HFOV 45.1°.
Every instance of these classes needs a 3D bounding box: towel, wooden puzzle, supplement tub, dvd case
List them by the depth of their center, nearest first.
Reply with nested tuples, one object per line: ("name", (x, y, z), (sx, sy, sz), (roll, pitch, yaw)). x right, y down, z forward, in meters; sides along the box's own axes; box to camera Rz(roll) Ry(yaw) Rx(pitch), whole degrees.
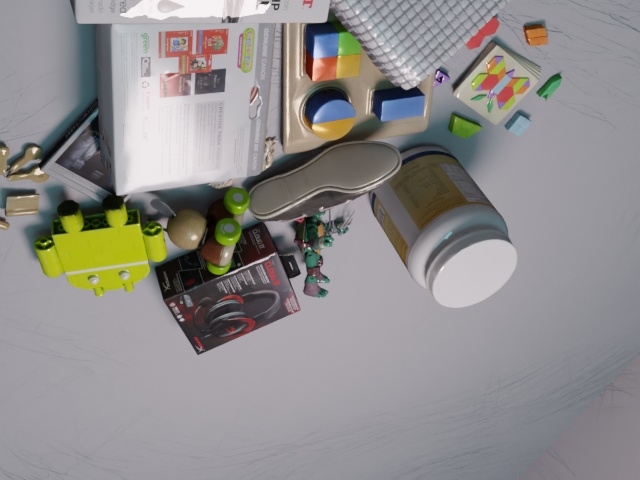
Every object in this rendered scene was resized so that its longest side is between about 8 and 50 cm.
("towel", (0.169, -0.438, 1.330), (0.284, 0.121, 0.235), (-44, 116, 1))
("dvd case", (-0.371, -0.177, 1.421), (0.239, 0.029, 0.179), (-43, 136, 14))
("wooden puzzle", (0.088, -0.314, 1.484), (0.322, 0.080, 0.347), (-11, 135, -17))
("supplement tub", (0.263, -0.031, 1.669), (0.229, 0.316, 0.228), (-14, 136, -14))

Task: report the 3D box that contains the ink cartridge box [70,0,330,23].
("ink cartridge box", (-0.170, -0.482, 1.131), (0.395, 0.166, 0.285), (-7, 134, -21))

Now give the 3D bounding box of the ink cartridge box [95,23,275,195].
("ink cartridge box", (-0.233, -0.252, 1.317), (0.272, 0.130, 0.309), (-9, 129, -25))

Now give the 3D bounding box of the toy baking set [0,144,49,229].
("toy baking set", (-0.607, -0.114, 1.372), (0.256, 0.030, 0.196), (19, 114, -46))

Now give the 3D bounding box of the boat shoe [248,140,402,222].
("boat shoe", (0.011, -0.120, 1.593), (0.335, 0.112, 0.095), (-18, 167, 12))

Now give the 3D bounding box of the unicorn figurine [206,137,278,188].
("unicorn figurine", (-0.161, -0.154, 1.529), (0.162, 0.060, 0.111), (-4, 132, -23))

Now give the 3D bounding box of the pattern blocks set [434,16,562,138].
("pattern blocks set", (0.377, -0.337, 1.645), (0.325, 0.026, 0.285), (7, 128, -32))

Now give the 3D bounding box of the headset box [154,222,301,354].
("headset box", (-0.189, 0.104, 1.728), (0.293, 0.110, 0.218), (-23, 137, -4))

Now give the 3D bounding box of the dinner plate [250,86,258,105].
("dinner plate", (-0.179, -0.288, 1.423), (0.141, 0.017, 0.141), (-14, 137, -14))

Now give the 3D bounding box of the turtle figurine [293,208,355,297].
("turtle figurine", (0.000, 0.000, 1.722), (0.118, 0.175, 0.234), (14, 115, 18))

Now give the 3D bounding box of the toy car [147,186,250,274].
("toy car", (-0.255, -0.036, 1.565), (0.189, 0.148, 0.155), (16, 147, -7))

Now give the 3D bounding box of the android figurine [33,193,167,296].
("android figurine", (-0.435, 0.021, 1.541), (0.248, 0.056, 0.272), (-7, 140, -11))
